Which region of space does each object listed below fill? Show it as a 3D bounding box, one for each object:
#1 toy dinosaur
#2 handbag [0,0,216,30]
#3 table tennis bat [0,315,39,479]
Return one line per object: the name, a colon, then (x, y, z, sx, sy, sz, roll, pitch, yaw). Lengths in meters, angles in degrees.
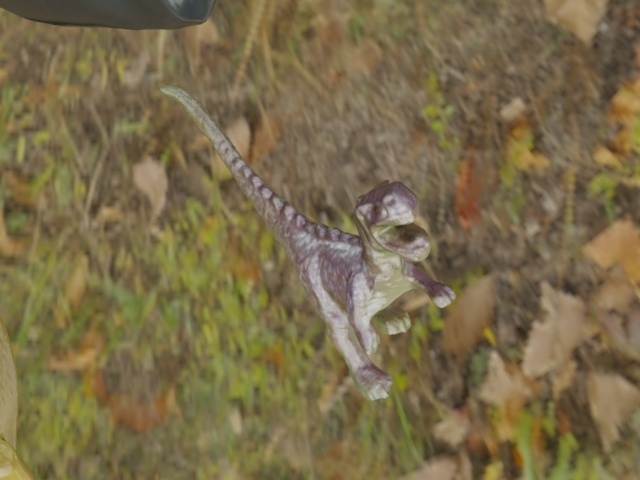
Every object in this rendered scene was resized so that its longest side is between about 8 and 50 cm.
toy dinosaur: (0.004, -0.002, 1.301, 0.072, 0.251, 0.199, -32, 124, -15)
handbag: (-0.070, -0.269, 0.708, 0.301, 0.178, 0.275, -60, 143, -23)
table tennis bat: (-0.260, 0.157, 1.458, 0.050, 0.198, 0.321, -4, 141, 15)
